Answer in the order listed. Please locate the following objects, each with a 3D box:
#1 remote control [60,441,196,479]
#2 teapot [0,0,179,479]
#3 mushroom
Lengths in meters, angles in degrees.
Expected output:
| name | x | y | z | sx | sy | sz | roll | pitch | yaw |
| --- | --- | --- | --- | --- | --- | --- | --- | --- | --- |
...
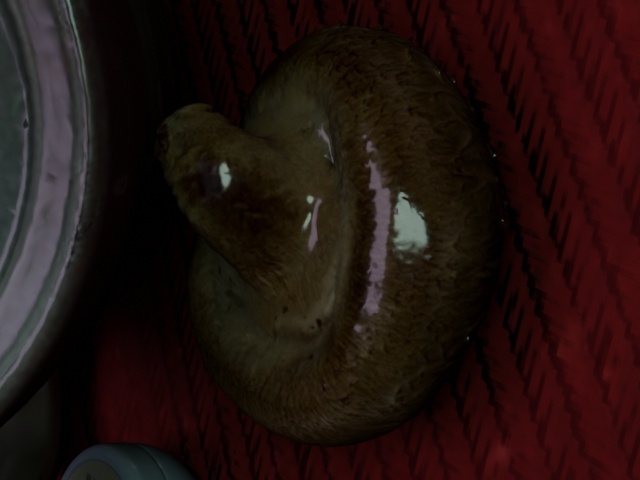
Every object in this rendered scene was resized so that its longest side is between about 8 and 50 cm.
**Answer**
| name | x | y | z | sx | sy | sz | roll | pitch | yaw |
| --- | --- | --- | --- | --- | --- | --- | --- | --- | --- |
| remote control | -0.088 | 0.196 | 0.629 | 0.087 | 0.047 | 0.244 | 26 | 106 | 50 |
| teapot | -0.152 | -0.013 | 0.581 | 0.312 | 0.233 | 0.314 | -59 | -37 | -79 |
| mushroom | 0.005 | -0.001 | 0.488 | 0.109 | 0.085 | 0.126 | 35 | 116 | 13 |
